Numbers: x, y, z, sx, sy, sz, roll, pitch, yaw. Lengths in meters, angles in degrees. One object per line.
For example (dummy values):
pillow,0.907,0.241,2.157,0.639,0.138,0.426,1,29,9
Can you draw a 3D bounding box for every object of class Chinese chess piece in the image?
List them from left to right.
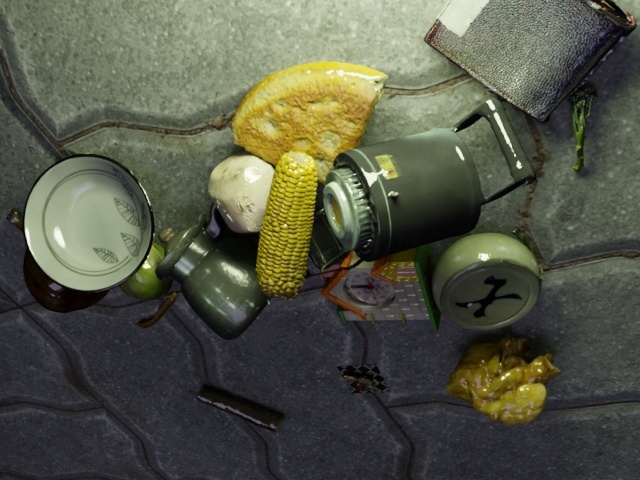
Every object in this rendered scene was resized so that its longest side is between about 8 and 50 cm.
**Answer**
Chinese chess piece,0.350,0.087,1.472,0.237,0.092,0.238,0,129,0

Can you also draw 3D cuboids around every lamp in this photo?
lamp,0.147,-0.085,1.259,0.272,0.205,0.374,-10,162,-35

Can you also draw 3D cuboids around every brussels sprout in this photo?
brussels sprout,-0.435,0.070,1.724,0.145,0.131,0.183,24,140,26

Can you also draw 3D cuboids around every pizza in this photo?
pizza,-0.031,-0.251,1.313,0.257,0.087,0.268,24,134,0

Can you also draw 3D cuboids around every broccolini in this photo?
broccolini,0.454,-0.189,1.235,0.054,0.052,0.194,5,134,19

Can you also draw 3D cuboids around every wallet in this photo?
wallet,0.331,-0.338,1.131,0.262,0.071,0.221,31,138,-6

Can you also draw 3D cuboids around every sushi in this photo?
sushi,0.117,0.390,1.913,0.120,0.026,0.126,-9,129,24

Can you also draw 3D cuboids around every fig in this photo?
fig,-0.667,0.026,1.749,0.321,0.217,0.217,44,137,16

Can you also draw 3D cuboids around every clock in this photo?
clock,0.129,0.098,1.575,0.255,0.106,0.220,-4,131,22

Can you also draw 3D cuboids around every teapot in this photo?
teapot,-0.232,0.046,1.575,0.285,0.223,0.305,37,135,-7

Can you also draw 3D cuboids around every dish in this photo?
dish,-0.513,-0.039,1.602,0.316,0.106,0.317,0,90,7

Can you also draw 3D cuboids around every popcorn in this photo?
popcorn,0.434,0.337,1.647,0.253,0.190,0.191,-28,126,32

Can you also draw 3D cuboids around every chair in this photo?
chair,0.000,0.000,1.486,0.221,0.145,0.140,-25,97,42

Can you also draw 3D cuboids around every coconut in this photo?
coconut,-0.137,-0.088,1.442,0.170,0.171,0.183,-15,120,29

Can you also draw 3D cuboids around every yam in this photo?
yam,-0.245,0.512,2.128,0.274,0.061,0.061,23,135,-3

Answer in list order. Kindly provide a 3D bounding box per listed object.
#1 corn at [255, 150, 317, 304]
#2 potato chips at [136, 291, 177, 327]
corn,-0.067,-0.024,1.356,0.106,0.106,0.305,12,118,7
potato chips,-0.442,0.196,1.915,0.037,0.026,0.204,46,131,-7
